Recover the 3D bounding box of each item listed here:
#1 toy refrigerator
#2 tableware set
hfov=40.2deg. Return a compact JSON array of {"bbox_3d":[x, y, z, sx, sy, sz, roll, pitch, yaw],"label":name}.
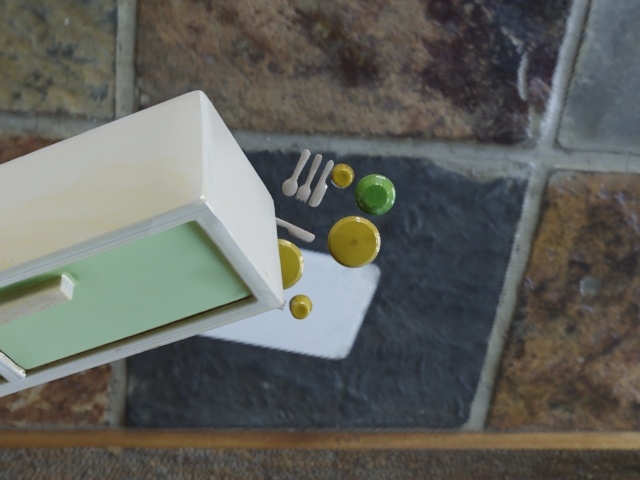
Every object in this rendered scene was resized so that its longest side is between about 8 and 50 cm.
[{"bbox_3d":[-0.166,0.022,0.502,0.270,0.094,0.102,-18,139,11],"label":"toy refrigerator"},{"bbox_3d":[0.000,0.000,0.798,0.104,0.024,0.154,24,99,-3],"label":"tableware set"}]
